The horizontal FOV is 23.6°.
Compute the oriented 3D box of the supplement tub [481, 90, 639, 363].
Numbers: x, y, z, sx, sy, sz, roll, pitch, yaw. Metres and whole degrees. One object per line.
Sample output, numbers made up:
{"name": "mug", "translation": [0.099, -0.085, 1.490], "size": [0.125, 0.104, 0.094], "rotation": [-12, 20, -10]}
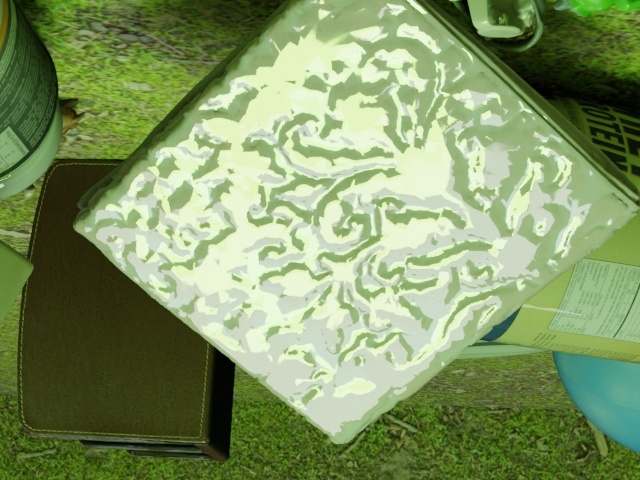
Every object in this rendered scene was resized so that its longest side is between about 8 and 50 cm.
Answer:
{"name": "supplement tub", "translation": [0.267, -0.006, 1.377], "size": [0.316, 0.228, 0.228], "rotation": [9, 164, -12]}

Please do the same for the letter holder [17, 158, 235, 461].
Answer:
{"name": "letter holder", "translation": [-0.204, 0.077, 1.667], "size": [0.215, 0.301, 0.152], "rotation": [2, 166, 5]}

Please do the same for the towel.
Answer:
{"name": "towel", "translation": [0.025, -0.025, 1.190], "size": [0.317, 0.053, 0.332], "rotation": [40, 114, -21]}

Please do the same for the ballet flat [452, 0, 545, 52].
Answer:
{"name": "ballet flat", "translation": [0.107, -0.187, 1.055], "size": [0.072, 0.068, 0.213], "rotation": [-5, 163, 27]}

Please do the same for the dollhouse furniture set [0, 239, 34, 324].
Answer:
{"name": "dollhouse furniture set", "translation": [-0.362, 0.002, 1.161], "size": [0.259, 0.135, 0.262], "rotation": [38, 169, -28]}

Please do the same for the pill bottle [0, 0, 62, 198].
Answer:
{"name": "pill bottle", "translation": [-0.292, -0.129, 1.174], "size": [0.162, 0.162, 0.278], "rotation": [2, 165, 4]}

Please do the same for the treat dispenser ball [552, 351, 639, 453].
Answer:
{"name": "treat dispenser ball", "translation": [0.390, 0.093, 1.633], "size": [0.288, 0.288, 0.288], "rotation": [3, 165, 1]}

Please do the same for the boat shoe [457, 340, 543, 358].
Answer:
{"name": "boat shoe", "translation": [0.170, 0.039, 1.737], "size": [0.187, 0.155, 0.500], "rotation": [14, -169, 43]}

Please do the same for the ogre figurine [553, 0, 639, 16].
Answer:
{"name": "ogre figurine", "translation": [0.216, -0.191, 0.931], "size": [0.118, 0.096, 0.197], "rotation": [-18, -177, -20]}

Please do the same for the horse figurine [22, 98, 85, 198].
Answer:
{"name": "horse figurine", "translation": [-0.369, -0.072, 1.487], "size": [0.263, 0.066, 0.174], "rotation": [-5, 168, -19]}
